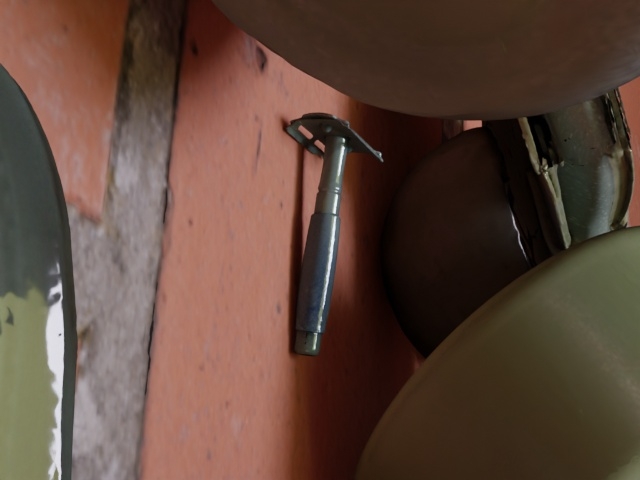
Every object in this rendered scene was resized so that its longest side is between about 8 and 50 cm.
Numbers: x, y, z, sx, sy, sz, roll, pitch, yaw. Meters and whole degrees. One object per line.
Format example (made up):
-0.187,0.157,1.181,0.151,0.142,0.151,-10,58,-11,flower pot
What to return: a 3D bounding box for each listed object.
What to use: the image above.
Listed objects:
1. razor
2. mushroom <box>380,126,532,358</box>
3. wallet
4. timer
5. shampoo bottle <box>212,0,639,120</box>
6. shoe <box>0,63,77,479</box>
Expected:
0.000,0.000,0.701,0.068,0.040,0.135,32,64,-64,razor
0.101,0.019,0.836,0.141,0.117,0.188,-116,-170,-77,mushroom
0.166,-0.068,0.906,0.309,0.077,0.223,68,3,-63,wallet
0.218,0.192,0.704,0.315,0.291,0.291,47,-3,34,timer
0.081,-0.225,0.533,0.317,0.322,0.322,-64,145,-41,shampoo bottle
-0.118,0.067,0.321,0.100,0.103,0.251,-2,72,-26,shoe
